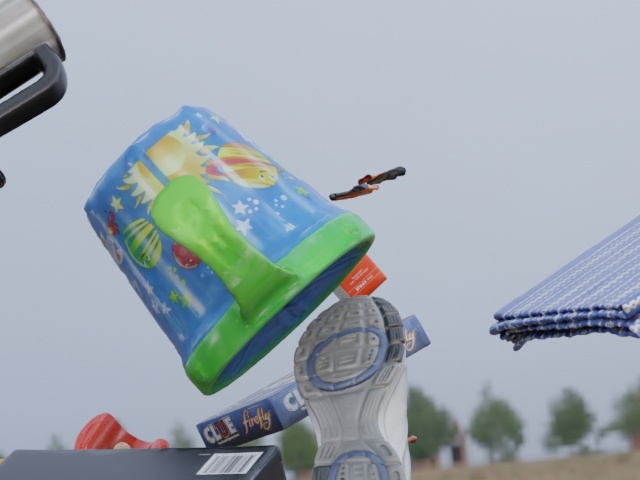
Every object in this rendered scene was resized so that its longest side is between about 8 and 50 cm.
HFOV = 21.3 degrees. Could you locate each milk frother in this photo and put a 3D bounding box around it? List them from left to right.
[{"bbox_3d":[-0.296,-0.134,1.555,0.135,0.129,0.143,-36,-14,-16],"label":"milk frother"}]

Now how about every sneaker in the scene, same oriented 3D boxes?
[{"bbox_3d":[0.038,0.187,1.642,0.111,0.297,0.129,-6,-37,10],"label":"sneaker"}]

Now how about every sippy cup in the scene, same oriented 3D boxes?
[{"bbox_3d":[-0.103,-0.005,1.684,0.240,0.224,0.305,-39,-8,-36],"label":"sippy cup"}]

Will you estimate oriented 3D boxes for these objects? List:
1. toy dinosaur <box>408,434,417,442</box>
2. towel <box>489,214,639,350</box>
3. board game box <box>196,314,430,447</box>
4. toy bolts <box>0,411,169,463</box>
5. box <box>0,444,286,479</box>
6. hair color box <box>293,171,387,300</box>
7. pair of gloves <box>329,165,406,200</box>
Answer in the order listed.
[{"bbox_3d":[0.091,0.289,2.341,0.082,0.090,0.047,-3,-31,14],"label":"toy dinosaur"},{"bbox_3d":[0.286,0.014,1.413,0.243,0.040,0.336,-34,3,-12],"label":"towel"},{"bbox_3d":[-0.007,0.169,1.997,0.243,0.042,0.165,-26,0,-38],"label":"board game box"},{"bbox_3d":[-0.266,0.305,1.837,0.218,0.228,0.158,27,-31,22],"label":"toy bolts"},{"bbox_3d":[-0.147,0.273,1.401,0.261,0.184,0.103,-5,22,26],"label":"box"},{"bbox_3d":[0.000,0.000,2.020,0.053,0.167,0.093,-43,4,-7],"label":"hair color box"},{"bbox_3d":[0.053,-0.063,1.904,0.074,0.010,0.083,-13,-11,-47],"label":"pair of gloves"}]
